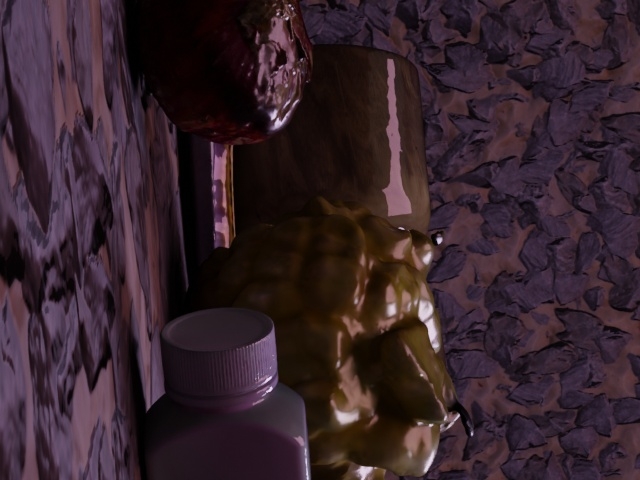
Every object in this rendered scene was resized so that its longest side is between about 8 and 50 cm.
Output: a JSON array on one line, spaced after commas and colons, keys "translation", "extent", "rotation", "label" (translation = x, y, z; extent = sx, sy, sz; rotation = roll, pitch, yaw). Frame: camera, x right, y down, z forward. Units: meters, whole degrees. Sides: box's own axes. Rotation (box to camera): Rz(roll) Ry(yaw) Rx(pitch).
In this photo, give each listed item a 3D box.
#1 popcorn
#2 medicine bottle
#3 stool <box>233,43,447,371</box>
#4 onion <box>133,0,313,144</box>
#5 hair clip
[{"translation": [0.003, 0.085, 0.952], "extent": [0.189, 0.169, 0.218], "rotation": [-94, 176, -48], "label": "popcorn"}, {"translation": [-0.042, 0.094, 0.719], "extent": [0.055, 0.074, 0.118], "rotation": [-93, 178, -70], "label": "medicine bottle"}, {"translation": [0.000, 0.000, 1.217], "extent": [0.179, 0.179, 0.264], "rotation": [88, -1, -77], "label": "stool"}, {"translation": [-0.051, -0.099, 0.802], "extent": [0.107, 0.097, 0.107], "rotation": [37, 46, -50], "label": "onion"}, {"translation": [-0.070, -0.109, 1.095], "extent": [0.110, 0.096, 0.358], "rotation": [-20, -120, 53], "label": "hair clip"}]
